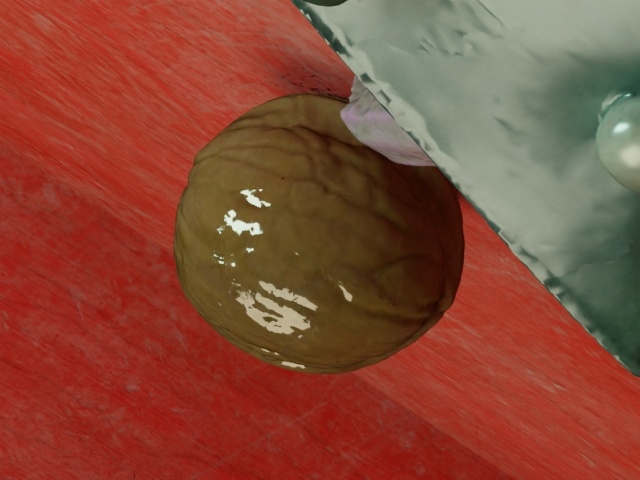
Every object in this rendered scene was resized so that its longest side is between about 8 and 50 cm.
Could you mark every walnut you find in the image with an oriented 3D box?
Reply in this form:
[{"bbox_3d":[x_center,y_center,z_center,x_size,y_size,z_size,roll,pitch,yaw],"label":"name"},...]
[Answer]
[{"bbox_3d":[0.000,0.000,1.008,0.228,0.228,0.228,30,169,6],"label":"walnut"}]

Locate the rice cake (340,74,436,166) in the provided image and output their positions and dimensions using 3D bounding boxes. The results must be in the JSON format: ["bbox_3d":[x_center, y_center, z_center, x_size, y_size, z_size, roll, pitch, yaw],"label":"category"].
[{"bbox_3d":[0.116,-0.071,0.756,0.072,0.056,0.365,39,166,-27],"label":"rice cake"}]

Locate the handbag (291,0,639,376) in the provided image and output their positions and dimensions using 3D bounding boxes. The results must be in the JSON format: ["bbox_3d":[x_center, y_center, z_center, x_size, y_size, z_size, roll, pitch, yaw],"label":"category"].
[{"bbox_3d":[0.128,-0.073,0.358,0.274,0.100,0.268,41,142,-25],"label":"handbag"}]
